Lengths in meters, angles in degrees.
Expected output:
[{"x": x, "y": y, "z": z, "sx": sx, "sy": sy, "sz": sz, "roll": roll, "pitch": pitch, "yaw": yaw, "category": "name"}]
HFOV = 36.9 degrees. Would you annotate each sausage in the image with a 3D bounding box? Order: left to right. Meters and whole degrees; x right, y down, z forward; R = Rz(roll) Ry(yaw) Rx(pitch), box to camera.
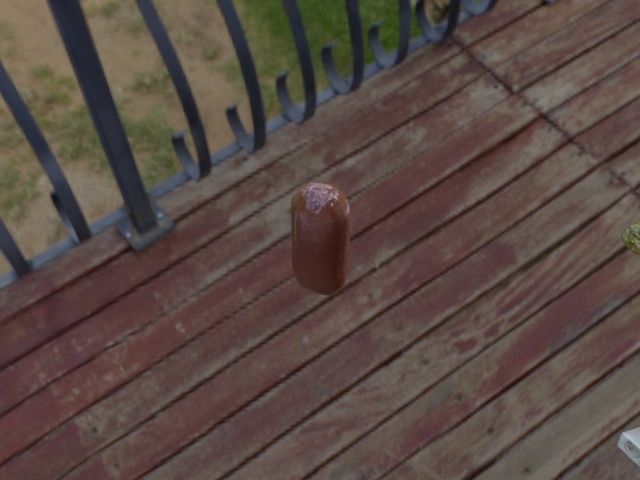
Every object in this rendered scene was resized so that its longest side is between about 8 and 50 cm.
[{"x": 0.000, "y": 0.000, "z": 1.192, "sx": 0.077, "sy": 0.194, "sz": 0.077, "roll": 0, "pitch": 50, "yaw": 0, "category": "sausage"}]

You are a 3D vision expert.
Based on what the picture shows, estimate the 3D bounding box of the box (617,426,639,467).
[{"x": 0.397, "y": 0.250, "z": 0.989, "sx": 0.090, "sy": 0.024, "sz": 0.167, "roll": -8, "pitch": 36, "yaw": -30, "category": "box"}]

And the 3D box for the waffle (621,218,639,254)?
[{"x": 0.421, "y": -0.057, "z": 1.019, "sx": 0.160, "sy": 0.192, "sz": 0.046, "roll": -26, "pitch": 78, "yaw": -29, "category": "waffle"}]
